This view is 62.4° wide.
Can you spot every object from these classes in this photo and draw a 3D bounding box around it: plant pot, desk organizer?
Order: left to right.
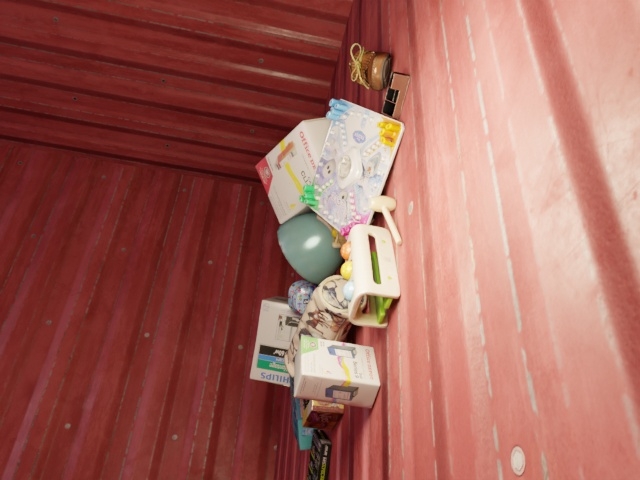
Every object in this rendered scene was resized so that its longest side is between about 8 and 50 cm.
[{"bbox_3d":[0.000,0.000,2.078,0.195,0.290,0.290,-37,29,23],"label":"plant pot"},{"bbox_3d":[0.224,-0.434,1.578,0.047,0.050,0.130,-95,16,-62],"label":"desk organizer"}]

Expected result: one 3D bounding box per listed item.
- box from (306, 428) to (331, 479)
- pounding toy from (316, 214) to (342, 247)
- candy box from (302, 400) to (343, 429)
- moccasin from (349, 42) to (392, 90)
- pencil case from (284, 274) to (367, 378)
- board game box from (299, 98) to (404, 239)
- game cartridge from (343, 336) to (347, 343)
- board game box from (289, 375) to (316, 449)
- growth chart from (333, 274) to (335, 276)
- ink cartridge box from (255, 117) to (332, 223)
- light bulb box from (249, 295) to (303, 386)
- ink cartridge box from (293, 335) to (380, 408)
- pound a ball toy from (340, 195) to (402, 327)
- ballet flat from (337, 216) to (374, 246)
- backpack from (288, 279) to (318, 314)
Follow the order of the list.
[{"bbox_3d":[-0.006,0.793,1.893,0.190,0.045,0.184,149,127,-79],"label":"box"},{"bbox_3d":[0.075,-0.110,1.925,0.270,0.154,0.155,-92,13,-52],"label":"pounding toy"},{"bbox_3d":[0.007,0.586,1.790,0.187,0.109,0.053,110,166,-53],"label":"candy box"},{"bbox_3d":[0.165,-0.617,1.873,0.380,0.146,0.139,-97,18,-64],"label":"moccasin"},{"bbox_3d":[0.013,0.300,1.728,0.184,0.159,0.411,52,134,33],"label":"pencil case"},{"bbox_3d":[0.079,-0.235,1.704,0.390,0.050,0.390,42,118,53],"label":"board game box"},{"bbox_3d":[0.048,0.340,1.987,0.323,0.052,0.286,-172,91,-83],"label":"game cartridge"},{"bbox_3d":[-0.073,0.650,2.174,0.254,0.079,0.337,151,115,-80],"label":"board game box"},{"bbox_3d":[0.034,0.218,2.352,0.237,0.021,0.172,107,170,-46],"label":"growth chart"},{"bbox_3d":[-0.060,-0.269,2.078,0.384,0.160,0.280,-31,80,50],"label":"ink cartridge box"},{"bbox_3d":[-0.163,0.465,2.504,0.358,0.225,0.362,29,-110,-82],"label":"light bulb box"},{"bbox_3d":[0.041,0.351,1.418,0.154,0.212,0.093,-93,17,-60],"label":"ink cartridge box"},{"bbox_3d":[0.129,0.043,1.416,0.319,0.135,0.208,-91,12,-50],"label":"pound a ball toy"},{"bbox_3d":[0.139,-0.125,1.734,0.124,0.116,0.343,30,108,61],"label":"ballet flat"},{"bbox_3d":[-0.044,0.244,2.222,0.117,0.173,0.159,-151,64,-70],"label":"backpack"}]
